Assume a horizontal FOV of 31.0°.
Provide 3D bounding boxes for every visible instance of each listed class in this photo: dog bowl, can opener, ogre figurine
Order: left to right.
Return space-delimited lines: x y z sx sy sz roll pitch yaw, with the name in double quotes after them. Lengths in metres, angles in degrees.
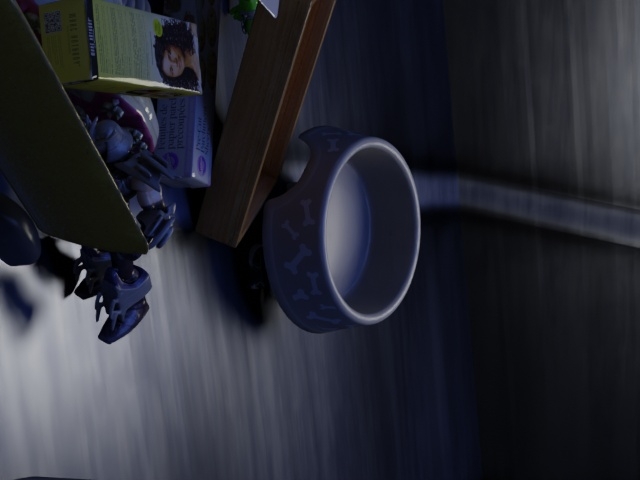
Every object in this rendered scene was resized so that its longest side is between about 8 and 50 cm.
-0.347 -0.089 1.096 0.076 0.095 0.283 -71 152 -45 "can opener"
-0.105 -0.427 1.798 0.118 0.097 0.197 82 29 -53 "ogre figurine"
0.048 -0.017 1.898 0.349 0.102 0.348 -6 97 -56 "dog bowl"

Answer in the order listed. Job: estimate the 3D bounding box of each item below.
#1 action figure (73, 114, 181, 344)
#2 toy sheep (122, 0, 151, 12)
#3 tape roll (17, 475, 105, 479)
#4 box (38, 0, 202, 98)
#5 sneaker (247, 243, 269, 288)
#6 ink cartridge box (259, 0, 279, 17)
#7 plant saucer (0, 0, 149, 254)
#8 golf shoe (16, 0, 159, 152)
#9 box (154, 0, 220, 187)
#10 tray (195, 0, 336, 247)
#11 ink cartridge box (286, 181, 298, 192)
-0.233 -0.024 1.272 0.099 0.185 0.285 -33 147 -32 "action figure"
-0.247 -0.275 1.404 0.132 0.091 0.091 56 37 -63 "toy sheep"
-0.249 0.378 1.235 0.246 0.169 0.246 0 90 -70 "tape roll"
-0.206 -0.201 1.235 0.232 0.058 0.087 -11 96 -67 "box"
-0.062 0.032 1.914 0.178 0.077 0.072 -39 124 -65 "sneaker"
-0.034 -0.367 1.380 0.104 0.060 0.180 35 59 -67 "ink cartridge box"
-0.302 -0.163 1.033 0.332 0.081 0.332 50 -13 39 "plant saucer"
-0.251 -0.218 1.321 0.140 0.115 0.306 -68 153 -24 "golf shoe"
-0.184 -0.236 1.609 0.067 0.063 0.323 27 63 -67 "box"
-0.072 -0.209 1.646 0.203 0.076 0.410 -63 175 -54 "tray"
0.000 0.000 2.022 0.062 0.109 0.209 -4 93 -43 "ink cartridge box"
